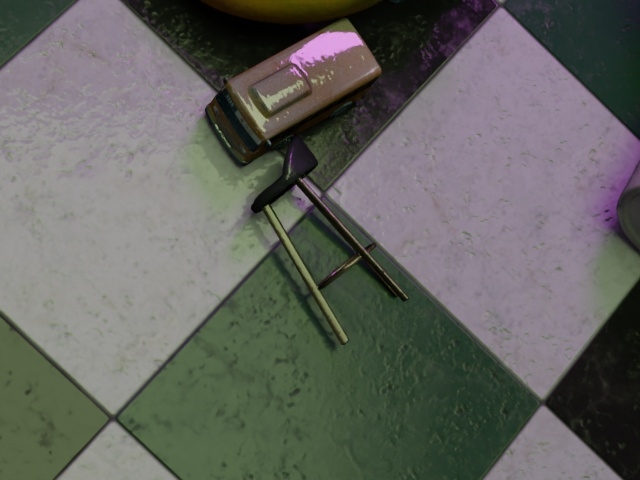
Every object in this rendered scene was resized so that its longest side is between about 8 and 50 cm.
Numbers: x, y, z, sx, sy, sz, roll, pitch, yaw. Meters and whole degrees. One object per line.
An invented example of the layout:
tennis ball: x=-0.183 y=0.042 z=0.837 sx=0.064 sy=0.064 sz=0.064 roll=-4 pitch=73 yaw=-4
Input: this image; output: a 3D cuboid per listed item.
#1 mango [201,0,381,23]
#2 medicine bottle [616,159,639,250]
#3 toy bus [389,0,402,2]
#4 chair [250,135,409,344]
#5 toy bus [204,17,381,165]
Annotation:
mango: x=-0.044 y=-0.332 z=1.467 sx=0.317 sy=0.119 sz=0.176 roll=12 pitch=96 yaw=10
medicine bottle: x=0.528 y=-0.139 z=1.581 sx=0.211 sy=0.211 sz=0.371 roll=38 pitch=69 yaw=-5
toy bus: x=0.143 y=-0.384 z=1.501 sx=0.147 sy=0.256 sz=0.128 roll=-23 pitch=83 yaw=-18
chair: x=0.001 y=-0.001 z=1.449 sx=0.095 sy=0.104 sz=0.221 roll=-34 pitch=90 yaw=-5
toy bus: x=-0.030 y=-0.168 z=1.472 sx=0.182 sy=0.103 sz=0.091 roll=-32 pitch=86 yaw=-21
